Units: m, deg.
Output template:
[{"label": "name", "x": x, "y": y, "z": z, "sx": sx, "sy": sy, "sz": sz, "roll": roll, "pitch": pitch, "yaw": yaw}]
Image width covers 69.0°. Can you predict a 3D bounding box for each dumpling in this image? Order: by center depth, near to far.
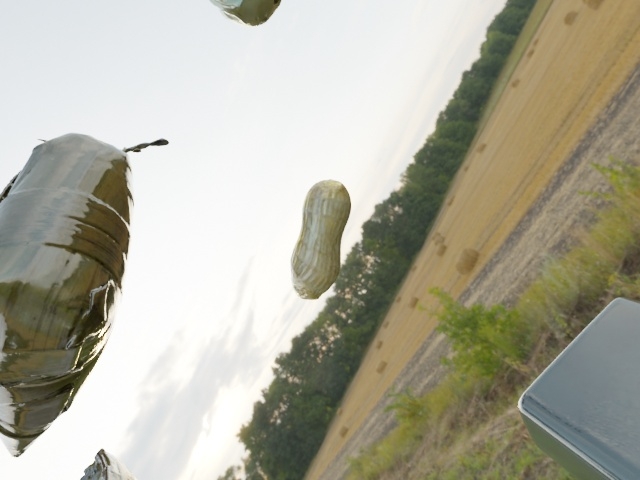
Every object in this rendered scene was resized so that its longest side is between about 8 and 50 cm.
[{"label": "dumpling", "x": -0.072, "y": -0.222, "z": 0.424, "sx": 0.077, "sy": 0.059, "sz": 0.043, "roll": -54, "pitch": -16, "yaw": -19}]

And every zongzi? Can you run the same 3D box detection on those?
[{"label": "zongzi", "x": -0.478, "y": 0.063, "z": 0.843, "sx": 0.467, "sy": 0.218, "sz": 0.500, "roll": -51, "pitch": 31, "yaw": 35}]

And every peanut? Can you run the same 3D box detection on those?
[{"label": "peanut", "x": 0.000, "y": 0.000, "z": 0.776, "sx": 0.087, "sy": 0.087, "sz": 0.207, "roll": -8, "pitch": -69, "yaw": -77}]

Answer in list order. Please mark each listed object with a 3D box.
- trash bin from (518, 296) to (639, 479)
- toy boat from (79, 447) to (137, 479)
[{"label": "trash bin", "x": 0.295, "y": 0.152, "z": 0.343, "sx": 0.176, "sy": 0.101, "sz": 0.236, "roll": -41, "pitch": 29, "yaw": -11}, {"label": "toy boat", "x": -0.272, "y": 0.342, "z": 0.518, "sx": 0.089, "sy": 0.121, "sz": 0.321, "roll": -56, "pitch": 19, "yaw": -2}]
